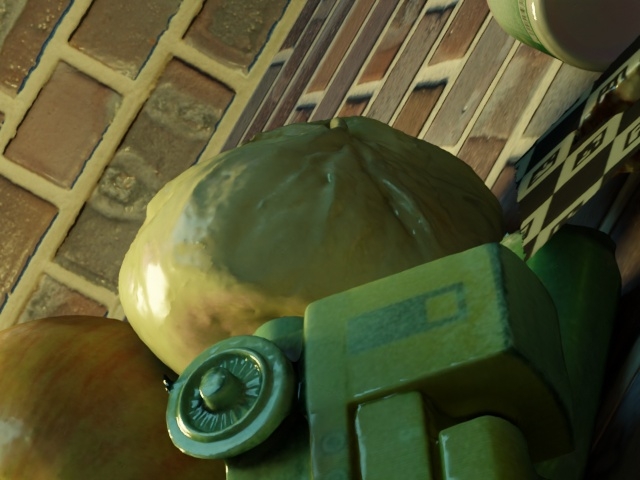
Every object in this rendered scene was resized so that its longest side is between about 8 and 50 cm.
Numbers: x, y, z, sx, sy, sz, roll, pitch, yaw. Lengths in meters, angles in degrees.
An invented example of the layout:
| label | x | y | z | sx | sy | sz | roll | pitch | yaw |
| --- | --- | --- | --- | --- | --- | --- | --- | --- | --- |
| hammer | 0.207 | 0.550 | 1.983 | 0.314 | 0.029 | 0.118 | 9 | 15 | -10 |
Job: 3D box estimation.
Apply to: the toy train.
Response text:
| label | x | y | z | sx | sy | sz | roll | pitch | yaw |
| --- | --- | --- | --- | --- | --- | --- | --- | --- | --- |
| toy train | 0.038 | 0.182 | 1.091 | 0.253 | 0.160 | 0.397 | -19 | 43 | 16 |

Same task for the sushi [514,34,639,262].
| label | x | y | z | sx | sy | sz | roll | pitch | yaw |
| --- | --- | --- | --- | --- | --- | --- | --- | --- | --- |
| sushi | 0.282 | -0.118 | 1.314 | 0.339 | 0.069 | 0.320 | -46 | 7 | 14 |

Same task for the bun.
| label | x | y | z | sx | sy | sz | roll | pitch | yaw |
| --- | --- | --- | --- | --- | --- | --- | --- | --- | --- |
| bun | 0.000 | 0.000 | 1.578 | 0.361 | 0.361 | 0.213 | -102 | 12 | -73 |

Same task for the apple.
| label | x | y | z | sx | sy | sz | roll | pitch | yaw |
| --- | --- | --- | --- | --- | --- | --- | --- | --- | --- |
| apple | -0.206 | 0.260 | 1.645 | 0.391 | 0.391 | 0.346 | -55 | -14 | 18 |

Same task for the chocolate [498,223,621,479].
| label | x | y | z | sx | sy | sz | roll | pitch | yaw |
| --- | --- | --- | --- | --- | --- | --- | --- | --- | --- |
| chocolate | 0.142 | 0.124 | 1.251 | 0.110 | 0.110 | 0.291 | -47 | 19 | 45 |

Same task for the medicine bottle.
| label | x | y | z | sx | sy | sz | roll | pitch | yaw |
| --- | --- | --- | --- | --- | --- | --- | --- | --- | --- |
| medicine bottle | 0.225 | -0.234 | 1.673 | 0.133 | 0.133 | 0.274 | -58 | 13 | 7 |
